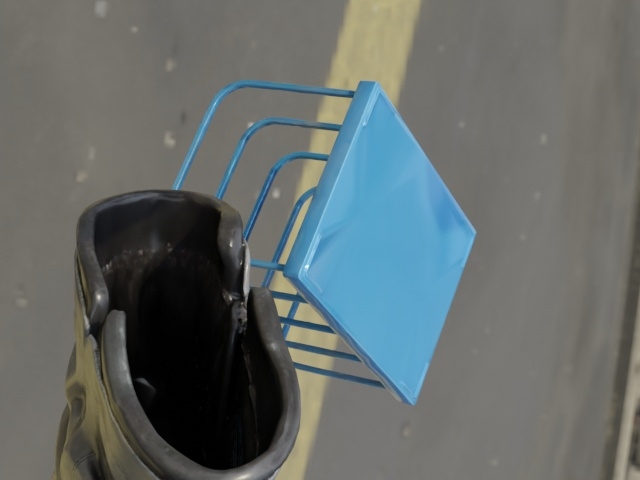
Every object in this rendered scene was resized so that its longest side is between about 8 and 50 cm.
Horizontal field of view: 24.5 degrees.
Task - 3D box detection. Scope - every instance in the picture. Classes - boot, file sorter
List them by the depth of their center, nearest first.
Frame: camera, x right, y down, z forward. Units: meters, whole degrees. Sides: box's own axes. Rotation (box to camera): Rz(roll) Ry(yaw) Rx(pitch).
[{"bbox_3d":[-0.045,0.150,0.511,0.338,0.118,0.222,-121,-148,-44],"label":"boot"},{"bbox_3d":[0.000,0.000,0.845,0.170,0.104,0.118,50,55,-53],"label":"file sorter"}]
